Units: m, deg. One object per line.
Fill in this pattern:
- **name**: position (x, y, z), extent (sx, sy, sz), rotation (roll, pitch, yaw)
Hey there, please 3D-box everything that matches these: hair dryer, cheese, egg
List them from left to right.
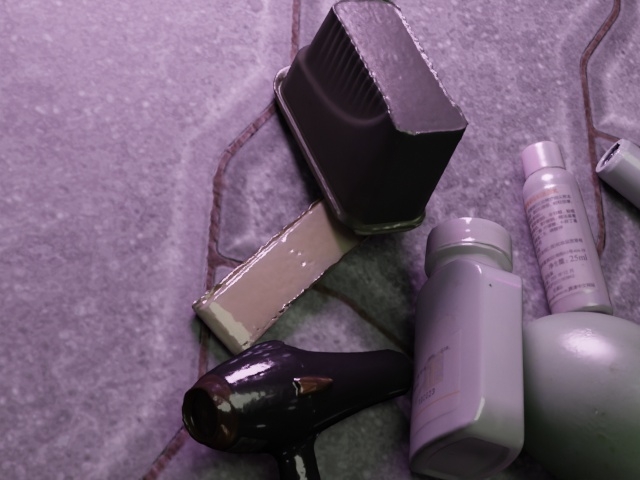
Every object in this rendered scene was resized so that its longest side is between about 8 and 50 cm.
- **cheese**: position (-0.002, 0.000, 1.485), extent (0.085, 0.034, 0.400), rotation (43, 49, 6)
- **hair dryer**: position (0.012, 0.277, 1.303), extent (0.304, 0.120, 0.359), rotation (0, 71, -47)
- **egg**: position (0.333, 0.192, 1.427), extent (0.203, 0.202, 0.283), rotation (-25, 43, -38)
- **hair dryer**: position (0.505, -0.137, 1.845), extent (0.131, 0.073, 0.236), rotation (38, 47, -3)

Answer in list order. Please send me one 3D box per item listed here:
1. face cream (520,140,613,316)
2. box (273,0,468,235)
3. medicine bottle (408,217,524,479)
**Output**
- **face cream**: position (0.324, -0.012, 1.650), extent (0.082, 0.082, 0.269), rotation (7, 59, -27)
- **box**: position (0.062, -0.163, 1.499), extent (0.138, 0.178, 0.274), rotation (-8, 57, -30)
- **medicine bottle**: position (0.170, 0.122, 1.424), extent (0.111, 0.161, 0.296), rotation (18, 52, -19)
